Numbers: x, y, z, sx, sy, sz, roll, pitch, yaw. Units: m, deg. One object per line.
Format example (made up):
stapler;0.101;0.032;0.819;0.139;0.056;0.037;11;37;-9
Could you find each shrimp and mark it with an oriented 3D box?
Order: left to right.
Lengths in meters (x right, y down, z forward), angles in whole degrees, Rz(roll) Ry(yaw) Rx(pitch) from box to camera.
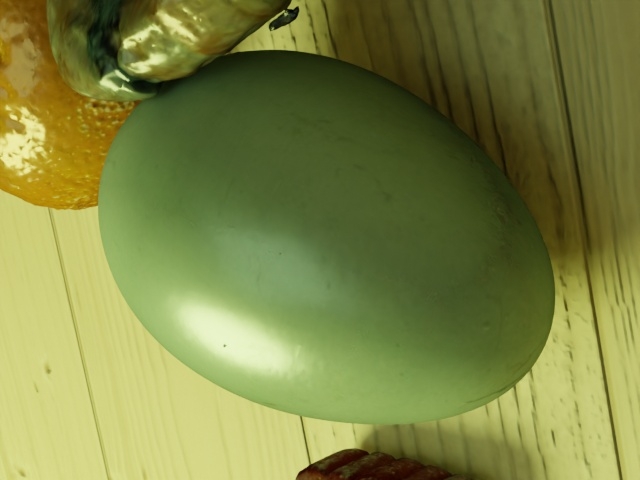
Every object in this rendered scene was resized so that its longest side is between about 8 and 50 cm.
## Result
shrimp;-0.036;-0.229;0.713;0.360;0.085;0.247;-51;42;20

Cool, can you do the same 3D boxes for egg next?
egg;0.000;0.000;0.739;0.264;0.183;0.182;25;121;33

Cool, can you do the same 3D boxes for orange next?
orange;-0.163;-0.115;0.891;0.193;0.161;0.193;24;120;50

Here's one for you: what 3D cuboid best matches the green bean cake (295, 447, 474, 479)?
green bean cake;0.050;0.198;0.852;0.135;0.056;0.135;4;107;45
